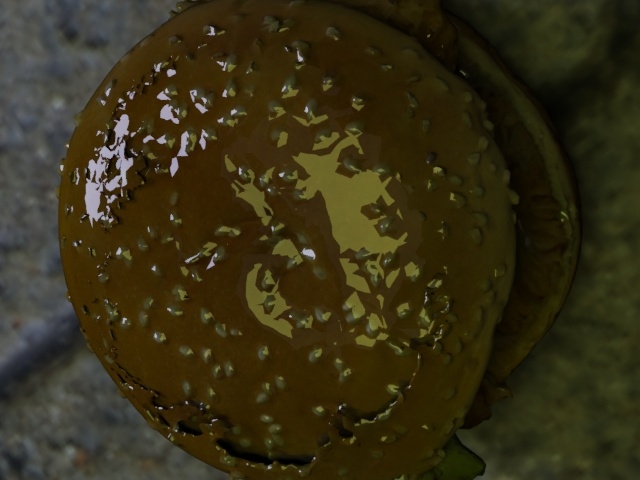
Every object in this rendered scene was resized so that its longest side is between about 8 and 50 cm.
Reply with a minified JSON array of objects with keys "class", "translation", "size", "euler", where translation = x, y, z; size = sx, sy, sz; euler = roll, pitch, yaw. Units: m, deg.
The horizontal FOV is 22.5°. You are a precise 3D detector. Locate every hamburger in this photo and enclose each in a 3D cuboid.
[{"class":"hamburger","translation":[-0.002,-0.009,0.568],"size":[0.181,0.118,0.191],"euler":[25,107,13]}]
